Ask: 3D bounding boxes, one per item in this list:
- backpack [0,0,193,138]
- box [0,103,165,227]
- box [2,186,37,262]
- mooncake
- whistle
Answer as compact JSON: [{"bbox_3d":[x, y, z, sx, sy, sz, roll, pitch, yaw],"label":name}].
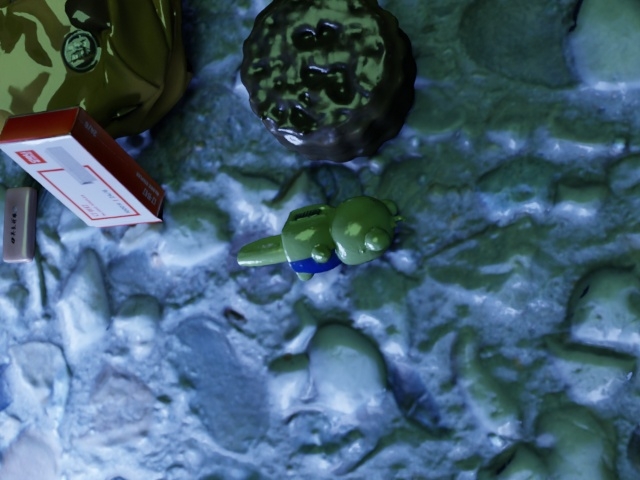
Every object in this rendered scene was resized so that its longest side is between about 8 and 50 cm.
[{"bbox_3d":[-0.369,-0.310,1.350,0.354,0.201,0.377,-21,78,15],"label":"backpack"},{"bbox_3d":[-0.317,-0.093,1.291,0.123,0.229,0.050,-3,60,22],"label":"box"},{"bbox_3d":[-0.456,-0.024,1.439,0.048,0.025,0.115,-2,82,24],"label":"box"},{"bbox_3d":[0.008,-0.217,1.220,0.228,0.124,0.228,-3,82,21],"label":"mooncake"},{"bbox_3d":[0.000,0.000,1.209,0.228,0.105,0.085,-14,117,19],"label":"whistle"}]
